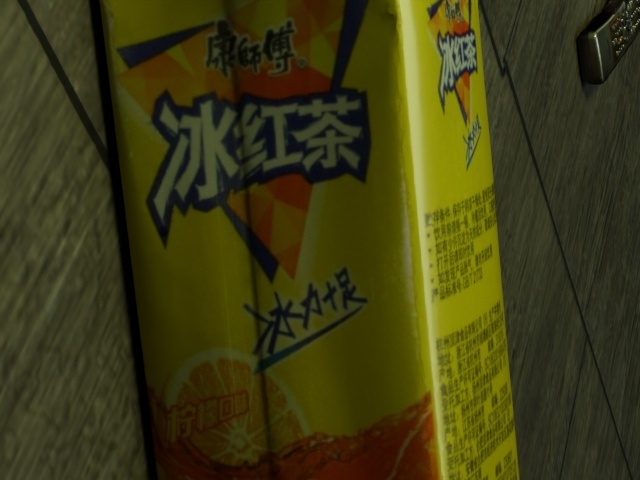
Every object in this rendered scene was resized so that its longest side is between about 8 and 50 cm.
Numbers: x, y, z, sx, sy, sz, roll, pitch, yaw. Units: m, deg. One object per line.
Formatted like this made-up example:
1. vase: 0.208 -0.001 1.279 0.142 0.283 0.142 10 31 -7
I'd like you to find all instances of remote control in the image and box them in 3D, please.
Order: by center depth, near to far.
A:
1. remote control: 0.289 -0.210 1.587 0.212 0.028 0.059 -48 128 -58

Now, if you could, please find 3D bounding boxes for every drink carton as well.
1. drink carton: 0.000 0.000 0.752 0.111 0.155 0.351 -24 110 -65
